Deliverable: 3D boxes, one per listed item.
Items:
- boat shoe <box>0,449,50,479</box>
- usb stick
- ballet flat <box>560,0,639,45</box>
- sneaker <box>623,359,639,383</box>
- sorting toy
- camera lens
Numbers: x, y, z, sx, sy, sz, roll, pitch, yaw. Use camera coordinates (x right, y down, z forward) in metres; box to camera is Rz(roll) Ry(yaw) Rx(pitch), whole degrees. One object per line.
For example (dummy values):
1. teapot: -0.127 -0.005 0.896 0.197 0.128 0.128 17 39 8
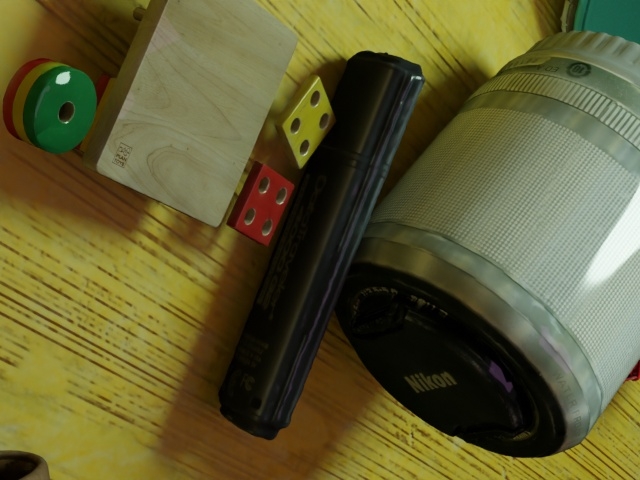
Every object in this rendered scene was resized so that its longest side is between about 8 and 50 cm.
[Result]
1. boat shoe: -0.260 0.151 0.674 0.324 0.123 0.116 9 92 -58
2. usb stick: 0.000 0.000 0.939 0.045 0.077 0.278 22 90 -29
3. ballet flat: 0.293 -0.132 1.213 0.147 0.147 0.408 -43 138 -30
4. sneaker: 0.332 0.104 1.341 0.221 0.128 0.087 -28 126 -41
5. sorting toy: -0.081 -0.087 0.815 0.274 0.046 0.132 27 85 -60
6. camera lens: 0.158 0.005 1.013 0.274 0.219 0.219 -49 138 -24
